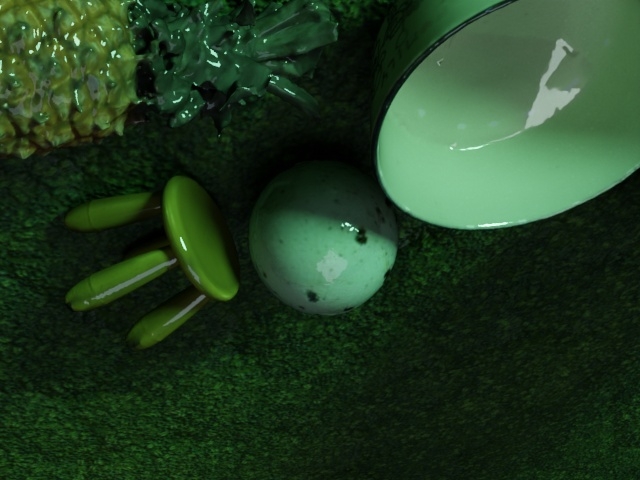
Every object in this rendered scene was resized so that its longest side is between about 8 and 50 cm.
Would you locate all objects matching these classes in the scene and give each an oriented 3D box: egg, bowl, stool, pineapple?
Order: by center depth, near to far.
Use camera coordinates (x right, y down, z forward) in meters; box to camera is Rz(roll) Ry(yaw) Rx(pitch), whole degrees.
[{"bbox_3d":[-0.112,-0.119,0.570,0.248,0.128,0.128,-6,142,-20],"label":"pineapple"},{"bbox_3d":[0.136,-0.124,0.639,0.238,0.126,0.237,-10,142,-8],"label":"bowl"},{"bbox_3d":[-0.138,0.017,0.737,0.110,0.135,0.134,-22,98,13],"label":"stool"},{"bbox_3d":[0.000,0.000,0.762,0.131,0.131,0.164,-7,166,-11],"label":"egg"}]
